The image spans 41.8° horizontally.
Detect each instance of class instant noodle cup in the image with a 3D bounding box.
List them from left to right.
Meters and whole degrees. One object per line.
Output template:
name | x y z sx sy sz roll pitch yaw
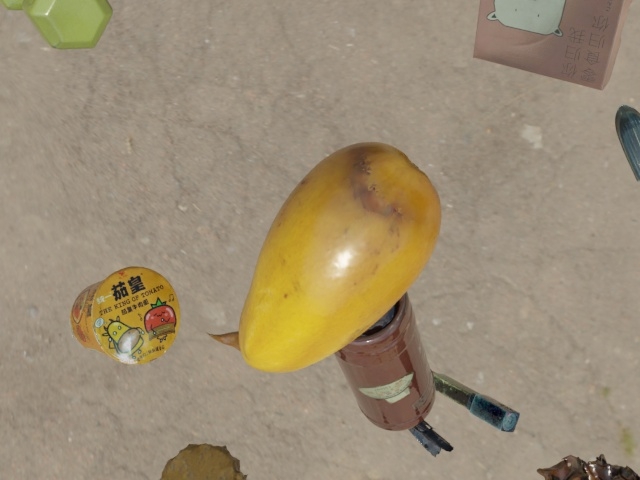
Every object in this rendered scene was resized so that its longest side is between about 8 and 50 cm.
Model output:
instant noodle cup | -0.449 0.171 1.882 0.216 0.172 0.215 7 79 -40

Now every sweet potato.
sweet potato | -0.161 0.228 1.860 0.195 0.056 0.056 14 97 12

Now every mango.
mango | 0.006 0.022 0.649 0.112 0.145 0.219 44 120 11

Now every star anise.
star anise | 0.424 0.352 1.063 0.148 0.346 0.237 -45 113 -43

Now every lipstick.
lipstick | 0.337 0.365 1.991 0.051 0.312 0.051 13 97 -37

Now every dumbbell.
dumbbell | -0.422 -0.380 1.273 0.108 0.302 0.121 23 100 -45

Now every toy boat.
toy boat | 0.570 -0.179 1.509 0.055 0.060 0.141 -23 94 17

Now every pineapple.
pineapple | -0.157 0.385 1.201 0.128 0.128 0.248 -24 147 -15

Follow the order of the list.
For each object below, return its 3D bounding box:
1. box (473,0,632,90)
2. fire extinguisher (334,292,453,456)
box | 0.349 -0.354 1.234 0.086 0.215 0.215 -50 151 -41
fire extinguisher | 0.094 0.169 1.010 0.102 0.138 0.344 -43 145 -15
